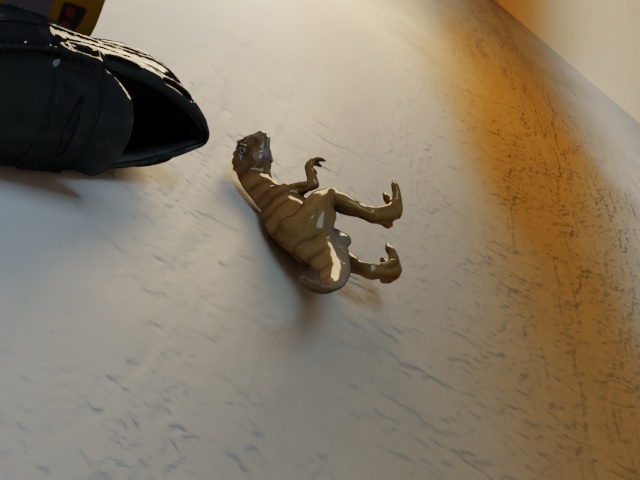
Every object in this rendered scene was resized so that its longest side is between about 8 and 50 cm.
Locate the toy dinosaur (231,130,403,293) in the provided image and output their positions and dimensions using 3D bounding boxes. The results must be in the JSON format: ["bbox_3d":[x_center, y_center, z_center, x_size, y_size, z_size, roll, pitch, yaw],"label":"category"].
[{"bbox_3d":[0.000,0.000,0.655,0.112,0.064,0.211,3,25,-24],"label":"toy dinosaur"}]

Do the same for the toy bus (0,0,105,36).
[{"bbox_3d":[-0.220,-0.246,0.707,0.130,0.108,0.332,12,26,-27],"label":"toy bus"}]

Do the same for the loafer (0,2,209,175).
[{"bbox_3d":[-0.132,-0.072,0.563,0.078,0.076,0.223,32,16,18],"label":"loafer"}]
